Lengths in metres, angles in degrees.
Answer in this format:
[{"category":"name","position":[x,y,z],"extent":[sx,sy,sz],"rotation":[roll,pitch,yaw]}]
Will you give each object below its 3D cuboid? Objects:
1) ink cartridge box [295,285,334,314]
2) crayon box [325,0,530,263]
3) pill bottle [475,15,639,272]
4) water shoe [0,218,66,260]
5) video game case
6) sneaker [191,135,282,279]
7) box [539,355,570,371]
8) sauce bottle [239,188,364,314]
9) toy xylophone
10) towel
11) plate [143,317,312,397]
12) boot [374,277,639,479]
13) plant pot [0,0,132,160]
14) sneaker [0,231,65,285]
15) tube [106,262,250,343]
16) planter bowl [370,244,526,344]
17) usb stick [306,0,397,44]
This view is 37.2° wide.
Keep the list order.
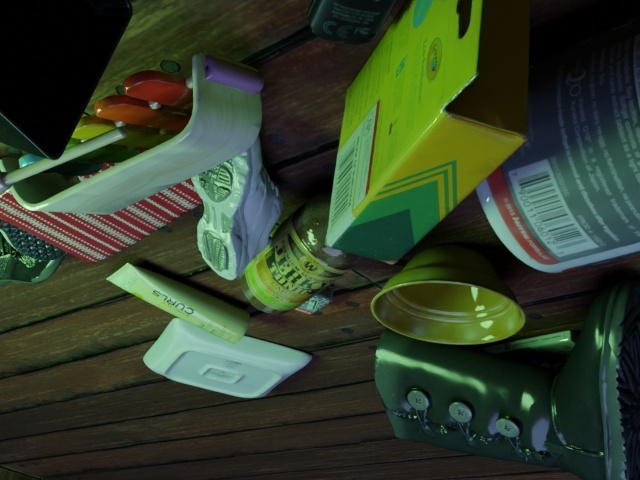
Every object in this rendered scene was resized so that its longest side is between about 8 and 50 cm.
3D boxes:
[{"category":"ink cartridge box","position":[-0.032,0.095,1.536],"extent":[0.062,0.029,0.115],"rotation":[20,150,-21]},{"category":"crayon box","position":[0.104,-0.132,0.872],"extent":[0.081,0.202,0.318],"rotation":[15,153,-14]},{"category":"pill bottle","position":[0.332,-0.107,0.845],"extent":[0.363,0.210,0.210],"rotation":[-18,142,41]},{"category":"water shoe","position":[-0.425,-0.048,1.331],"extent":[0.073,0.080,0.203],"rotation":[-27,138,18]},{"category":"video game case","position":[0.405,0.209,1.637],"extent":[0.173,0.022,0.190],"rotation":[-19,143,41]},{"category":"sneaker","position":[-0.096,-0.066,1.199],"extent":[0.090,0.115,0.232],"rotation":[34,138,24]},{"category":"box","position":[0.403,0.243,1.583],"extent":[0.052,0.083,0.062],"rotation":[28,147,-34]},{"category":"sauce bottle","position":[0.000,0.000,1.259],"extent":[0.111,0.111,0.344],"rotation":[19,150,-19]},{"category":"toy xylophone","position":[-0.217,-0.104,1.022],"extent":[0.322,0.081,0.236],"rotation":[-20,170,20]},{"category":"towel","position":[-0.280,-0.065,1.240],"extent":[0.275,0.031,0.199],"rotation":[-27,138,30]},{"category":"plate","position":[-0.190,0.244,1.856],"extent":[0.277,0.045,0.278],"rotation":[18,151,-16]},{"category":"boot","position":[0.290,0.198,1.503],"extent":[0.445,0.146,0.367],"rotation":[12,117,39]},{"category":"plant pot","position":[-0.323,-0.208,0.896],"extent":[0.167,0.188,0.187],"rotation":[10,157,29]},{"category":"sneaker","position":[-0.487,0.012,1.450],"extent":[0.227,0.087,0.130],"rotation":[-8,155,39]},{"category":"tube","position":[-0.233,0.101,1.582],"extent":[0.240,0.062,0.070],"rotation":[28,107,-24]},{"category":"planter bowl","position":[0.183,0.067,1.352],"extent":[0.217,0.090,0.217],"rotation":[6,153,3]},{"category":"usb stick","position":[0.057,-0.261,0.810],"extent":[0.077,0.045,0.278],"rotation":[8,153,-14]}]
